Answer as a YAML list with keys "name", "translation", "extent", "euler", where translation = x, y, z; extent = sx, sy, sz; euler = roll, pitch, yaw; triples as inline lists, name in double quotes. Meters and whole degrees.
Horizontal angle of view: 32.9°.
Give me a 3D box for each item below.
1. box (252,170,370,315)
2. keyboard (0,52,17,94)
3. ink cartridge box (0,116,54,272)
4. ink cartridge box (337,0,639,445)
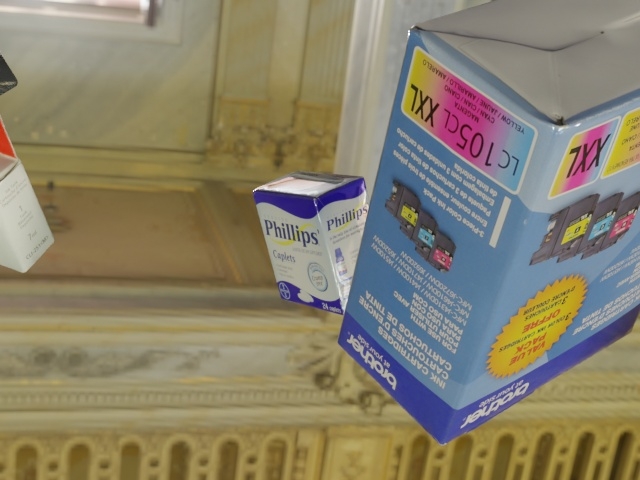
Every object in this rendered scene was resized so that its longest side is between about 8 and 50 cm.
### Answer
- name: "box"
  translation: [0.000, 0.000, 1.188]
  extent: [0.072, 0.137, 0.126]
  euler: [-24, -161, -31]
- name: "keyboard"
  translation: [-0.363, -0.049, 0.768]
  extent: [0.317, 0.033, 0.201]
  euler: [-33, -141, -8]
- name: "ink cartridge box"
  translation: [-0.437, -0.101, 1.167]
  extent: [0.275, 0.238, 0.060]
  euler: [17, -129, 26]
- name: "ink cartridge box"
  translation: [0.176, -0.008, 0.911]
  extent: [0.270, 0.395, 0.151]
  euler: [-23, -127, -33]
